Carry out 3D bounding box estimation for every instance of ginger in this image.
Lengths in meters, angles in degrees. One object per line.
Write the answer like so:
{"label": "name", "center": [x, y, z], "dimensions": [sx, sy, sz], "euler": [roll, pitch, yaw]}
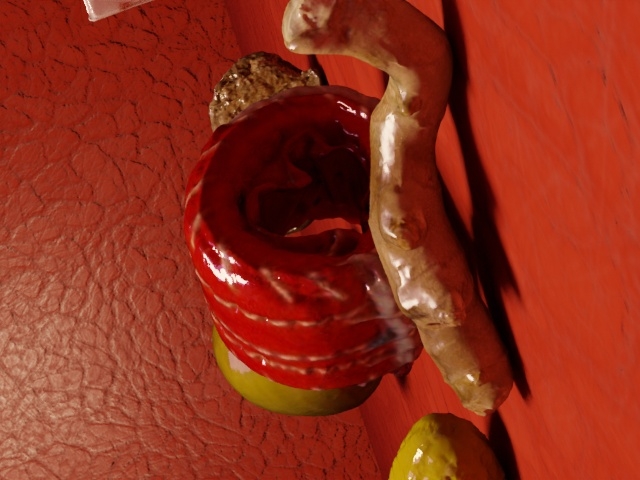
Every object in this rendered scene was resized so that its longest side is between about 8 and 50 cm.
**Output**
{"label": "ginger", "center": [0.053, -0.014, 0.600], "dimensions": [0.089, 0.075, 0.288], "euler": [-89, -17, -52]}

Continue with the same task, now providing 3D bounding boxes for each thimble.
{"label": "thimble", "center": [-0.005, -0.004, 0.756], "dimensions": [0.125, 0.163, 0.189], "euler": [79, -179, -49]}

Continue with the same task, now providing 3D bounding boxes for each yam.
{"label": "yam", "center": [-0.049, -0.103, 1.229], "dimensions": [0.238, 0.128, 0.129], "euler": [82, 170, -71]}

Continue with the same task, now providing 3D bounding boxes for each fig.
{"label": "fig", "center": [-0.011, 0.105, 1.323], "dimensions": [0.230, 0.207, 0.207], "euler": [14, -130, -53]}

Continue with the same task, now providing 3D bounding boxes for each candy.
{"label": "candy", "center": [0.096, 0.195, 0.831], "dimensions": [0.106, 0.094, 0.199], "euler": [27, 143, 31]}

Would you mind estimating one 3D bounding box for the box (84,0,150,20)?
{"label": "box", "center": [-0.092, -0.256, 0.744], "dimensions": [0.333, 0.173, 0.145], "euler": [-118, 11, -70]}
